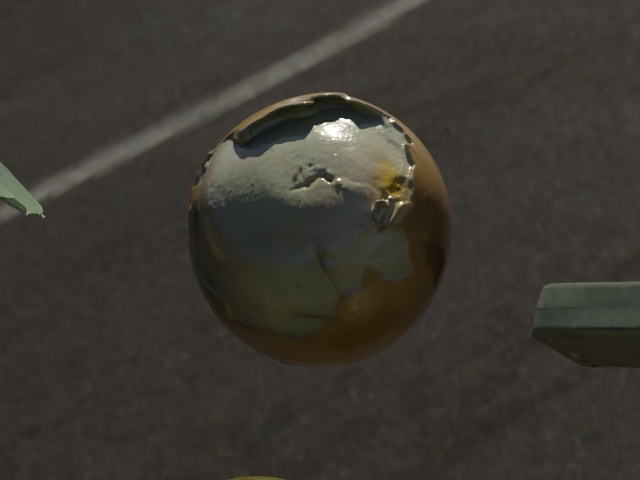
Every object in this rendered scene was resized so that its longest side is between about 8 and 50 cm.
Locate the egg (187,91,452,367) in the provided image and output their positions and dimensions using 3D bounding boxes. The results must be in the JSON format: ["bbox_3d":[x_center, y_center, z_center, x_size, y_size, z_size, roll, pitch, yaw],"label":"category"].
[{"bbox_3d":[0.000,0.000,1.463,0.201,0.244,0.201,-1,70,2],"label":"egg"}]

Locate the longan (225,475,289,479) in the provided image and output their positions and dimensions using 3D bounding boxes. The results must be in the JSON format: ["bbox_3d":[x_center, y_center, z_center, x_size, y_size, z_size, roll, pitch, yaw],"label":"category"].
[{"bbox_3d":[-0.046,0.219,1.184,0.155,0.176,0.145,-36,70,21],"label":"longan"}]

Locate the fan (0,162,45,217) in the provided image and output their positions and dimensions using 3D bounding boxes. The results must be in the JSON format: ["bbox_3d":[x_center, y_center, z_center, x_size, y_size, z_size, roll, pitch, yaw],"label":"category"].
[{"bbox_3d":[-0.238,-0.087,1.039,0.009,0.240,0.131,-45,15,7],"label":"fan"}]

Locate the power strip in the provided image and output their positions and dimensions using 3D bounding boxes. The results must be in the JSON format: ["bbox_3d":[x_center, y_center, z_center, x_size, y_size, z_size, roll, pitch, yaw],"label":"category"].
[{"bbox_3d":[0.309,0.071,1.559,0.288,0.093,0.053,-3,64,45],"label":"power strip"}]
